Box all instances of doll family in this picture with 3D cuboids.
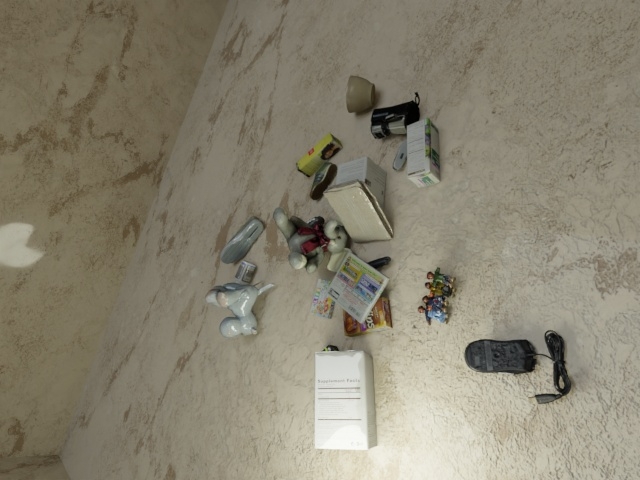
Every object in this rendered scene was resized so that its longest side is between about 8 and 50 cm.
[{"bbox_3d":[0.380,0.188,1.335,0.111,0.076,0.193,14,85,40],"label":"doll family"}]

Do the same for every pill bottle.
[{"bbox_3d":[-0.387,0.174,2.041,0.078,0.078,0.137,21,87,45],"label":"pill bottle"}]

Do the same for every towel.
[{"bbox_3d":[0.146,-0.107,1.553,0.187,0.282,0.049,-7,37,42],"label":"towel"}]

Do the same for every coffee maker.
[{"bbox_3d":[0.314,-0.511,1.682,0.178,0.120,0.171,5,53,43],"label":"coffee maker"}]

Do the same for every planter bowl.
[{"bbox_3d":[0.188,-0.663,1.833,0.109,0.162,0.162,7,76,18],"label":"planter bowl"}]

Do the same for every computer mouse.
[{"bbox_3d":[0.546,0.361,1.120,0.261,0.060,0.184,-15,58,25],"label":"computer mouse"}]

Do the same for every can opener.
[{"bbox_3d":[0.192,0.102,1.563,0.186,0.073,0.059,-29,13,32],"label":"can opener"}]

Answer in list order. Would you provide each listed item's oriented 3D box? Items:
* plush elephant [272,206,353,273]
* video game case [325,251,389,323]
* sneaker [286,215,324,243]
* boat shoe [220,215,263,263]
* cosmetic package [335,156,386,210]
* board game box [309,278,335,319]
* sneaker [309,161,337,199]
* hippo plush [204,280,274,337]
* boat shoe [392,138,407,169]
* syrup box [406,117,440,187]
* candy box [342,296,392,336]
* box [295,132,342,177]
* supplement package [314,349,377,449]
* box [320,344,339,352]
[{"bbox_3d":[0.000,0.000,1.654,0.255,0.330,0.272,-25,60,6],"label":"plush elephant"},{"bbox_3d":[0.134,0.173,1.520,0.212,0.023,0.194,35,98,43],"label":"video game case"},{"bbox_3d":[-0.056,-0.011,1.822,0.234,0.078,0.106,-40,52,28],"label":"sneaker"},{"bbox_3d":[-0.417,-0.002,2.145,0.302,0.109,0.094,-44,32,8],"label":"boat shoe"},{"bbox_3d":[0.163,-0.215,1.651,0.151,0.151,0.184,-9,67,40],"label":"cosmetic package"},{"bbox_3d":[0.017,0.241,1.677,0.103,0.026,0.154,4,75,44],"label":"board game box"},{"bbox_3d":[0.001,-0.284,1.898,0.192,0.064,0.086,-57,38,7],"label":"sneaker"},{"bbox_3d":[-0.392,0.330,1.910,0.234,0.294,0.237,3,100,55],"label":"hippo plush"},{"bbox_3d":[0.330,-0.350,1.631,0.142,0.049,0.040,-62,6,-3],"label":"boat shoe"},{"bbox_3d":[0.390,-0.331,1.532,0.096,0.093,0.237,-14,63,38],"label":"syrup box"},{"bbox_3d":[0.171,0.287,1.498,0.186,0.053,0.109,-22,58,33],"label":"candy box"},{"bbox_3d":[-0.009,-0.407,1.939,0.232,0.087,0.058,-38,50,26],"label":"box"},{"bbox_3d":[0.085,0.530,1.351,0.175,0.177,0.293,-7,65,16],"label":"supplement package"},{"bbox_3d":[0.044,0.452,1.543,0.062,0.052,0.083,-47,49,17],"label":"box"}]
